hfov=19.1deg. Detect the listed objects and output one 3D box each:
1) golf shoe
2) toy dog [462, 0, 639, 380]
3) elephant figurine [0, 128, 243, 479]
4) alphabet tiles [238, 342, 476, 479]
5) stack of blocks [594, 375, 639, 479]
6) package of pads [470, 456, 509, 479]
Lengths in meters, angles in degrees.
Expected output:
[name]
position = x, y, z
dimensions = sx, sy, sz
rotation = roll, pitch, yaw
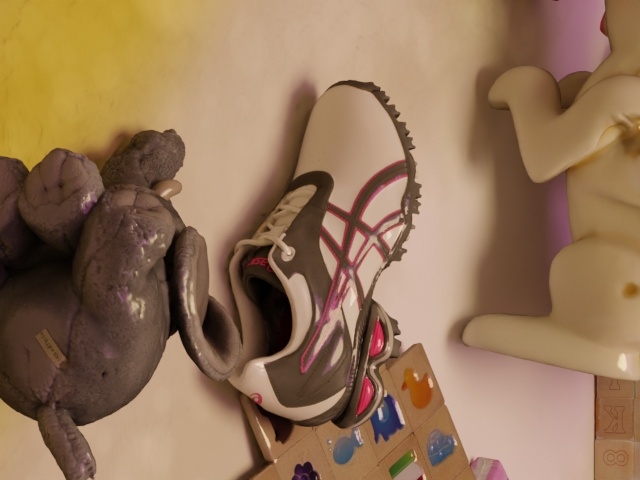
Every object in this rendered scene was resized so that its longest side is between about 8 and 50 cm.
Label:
[golf shoe]
position = 0.000, 0.000, 1.403
dimensions = 0.120, 0.105, 0.273
rotation = 19, 67, -39
[toy dog]
position = 0.328, -0.080, 1.652
dimensions = 0.284, 0.395, 0.408
rotation = 5, 93, -47
[elephant figurine]
position = -0.123, 0.029, 1.186
dimensions = 0.186, 0.169, 0.239
rotation = -60, 161, 5
[alphabet tiles]
position = 0.048, 0.238, 1.488
dimensions = 0.285, 0.011, 0.342
rotation = -35, 106, -51
[stack of blocks]
position = 0.355, 0.178, 1.934
dimensions = 0.171, 0.087, 0.297
rotation = 3, 86, -56
[package of pads]
position = 0.153, 0.236, 1.681
dimensions = 0.050, 0.032, 0.083
rotation = -57, 134, -38
